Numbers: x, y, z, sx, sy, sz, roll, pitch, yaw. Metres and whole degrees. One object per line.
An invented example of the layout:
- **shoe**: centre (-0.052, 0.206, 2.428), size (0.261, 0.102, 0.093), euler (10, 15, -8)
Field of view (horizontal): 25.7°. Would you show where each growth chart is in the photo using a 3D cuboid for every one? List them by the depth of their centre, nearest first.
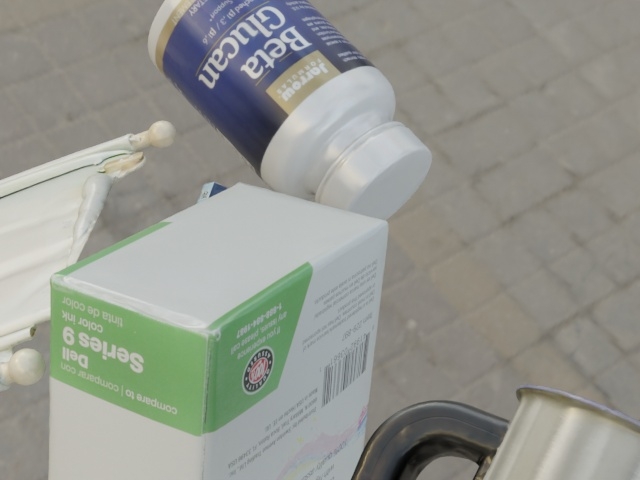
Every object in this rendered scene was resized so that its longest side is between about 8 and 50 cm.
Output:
- **growth chart**: centre (-0.176, 0.021, 0.702), size (0.237, 0.172, 0.021), euler (-74, 142, -55)

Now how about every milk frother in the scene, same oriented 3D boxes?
- **milk frother**: centre (0.058, 0.111, 0.458), size (0.129, 0.143, 0.134), euler (25, 77, 7)

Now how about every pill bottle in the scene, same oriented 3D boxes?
- **pill bottle**: centre (-0.016, -0.084, 0.824), size (0.094, 0.094, 0.169), euler (-28, 65, -37)

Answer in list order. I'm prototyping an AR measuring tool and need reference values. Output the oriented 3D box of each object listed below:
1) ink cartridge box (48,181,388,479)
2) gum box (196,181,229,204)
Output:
- **ink cartridge box**: centre (-0.049, 0.098, 0.665), size (0.093, 0.212, 0.154), euler (15, 26, 26)
- **gum box**: centre (-0.059, 0.064, 1.206), size (0.157, 0.041, 0.184), euler (22, 82, -17)
